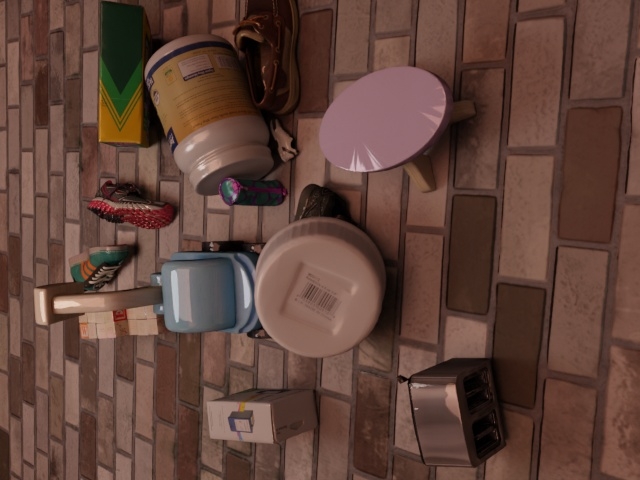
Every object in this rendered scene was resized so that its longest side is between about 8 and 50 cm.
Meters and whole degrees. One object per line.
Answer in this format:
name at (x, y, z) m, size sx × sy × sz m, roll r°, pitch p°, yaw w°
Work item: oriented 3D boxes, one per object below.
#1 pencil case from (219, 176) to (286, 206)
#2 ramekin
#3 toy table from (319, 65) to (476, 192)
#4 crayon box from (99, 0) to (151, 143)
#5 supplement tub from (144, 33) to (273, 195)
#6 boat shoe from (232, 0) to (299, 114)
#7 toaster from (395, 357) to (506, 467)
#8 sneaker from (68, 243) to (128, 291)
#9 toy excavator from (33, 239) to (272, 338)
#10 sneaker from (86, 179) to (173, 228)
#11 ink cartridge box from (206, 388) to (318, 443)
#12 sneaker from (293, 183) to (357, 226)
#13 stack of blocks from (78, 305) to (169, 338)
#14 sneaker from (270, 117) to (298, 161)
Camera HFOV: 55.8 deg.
pencil case at (-0.156, -0.110, 1.388) m, size 0.070 × 0.152 × 0.064 m, roll -12°, pitch 84°, yaw 42°
ramekin at (-0.003, 0.098, 1.209) m, size 0.277 × 0.135 × 0.277 m, roll 1°, pitch 102°, yaw 3°
toy table at (0.150, -0.216, 1.140) m, size 0.274 × 0.161 × 0.252 m, roll -1°, pitch 93°, yaw 38°
crayon box at (-0.492, -0.397, 1.536) m, size 0.363 × 0.106 × 0.313 m, roll -153°, pitch 66°, yaw -76°
supplement tub at (-0.253, -0.285, 1.400) m, size 0.228 × 0.228 × 0.316 m, roll -30°, pitch 77°, yaw 35°
boat shoe at (-0.130, -0.459, 1.364) m, size 0.123 × 0.123 × 0.342 m, roll -4°, pitch 91°, yaw 38°
toaster at (0.242, 0.306, 1.087) m, size 0.110 × 0.186 × 0.168 m, roll -15°, pitch 83°, yaw 42°
sneaker at (-0.664, 0.085, 1.829) m, size 0.302 × 0.108 × 0.121 m, roll -17°, pitch 83°, yaw 45°
toy excavator at (-0.343, 0.117, 1.362) m, size 0.433 × 0.445 × 0.222 m, roll 0°, pitch 92°, yaw 38°
sneaker at (-0.537, -0.111, 1.713) m, size 0.299 × 0.121 × 0.112 m, roll 11°, pitch 69°, yaw 29°
ink cartridge box at (-0.135, 0.403, 1.402) m, size 0.212 × 0.154 × 0.093 m, roll -8°, pitch 86°, yaw 39°
sneaker at (0.000, 0.000, 1.315) m, size 0.130 × 0.087 × 0.227 m, roll 22°, pitch 101°, yaw 41°
stack of blocks at (-0.511, 0.214, 1.672) m, size 0.297 × 0.171 × 0.087 m, roll -7°, pitch 89°, yaw 37°
sneaker at (-0.083, -0.237, 1.402) m, size 0.044 × 0.040 × 0.109 m, roll -25°, pitch 81°, yaw 19°
